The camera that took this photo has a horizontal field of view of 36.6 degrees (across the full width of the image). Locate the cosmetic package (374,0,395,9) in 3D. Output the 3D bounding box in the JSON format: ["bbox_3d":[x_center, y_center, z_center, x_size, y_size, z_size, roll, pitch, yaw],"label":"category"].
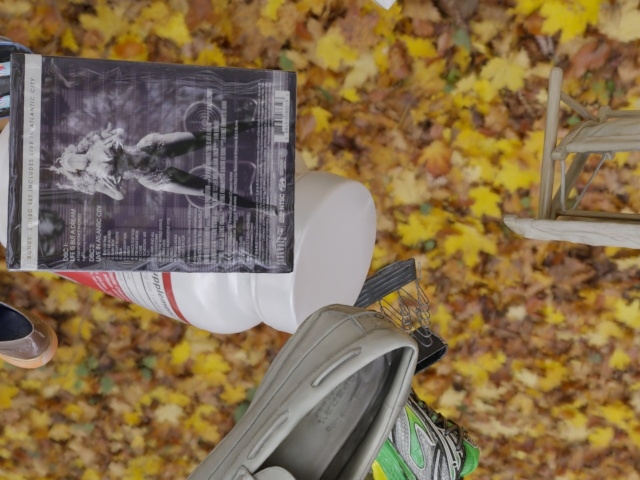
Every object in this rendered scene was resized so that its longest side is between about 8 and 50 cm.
[{"bbox_3d":[0.013,-0.510,1.332,0.366,0.155,0.197,40,101,-9],"label":"cosmetic package"}]

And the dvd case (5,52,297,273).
[{"bbox_3d":[-0.128,-0.057,0.756,0.221,0.164,0.018,1,179,-15],"label":"dvd case"}]

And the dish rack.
[{"bbox_3d":[0.104,0.153,1.624,0.074,0.208,0.271,50,164,36],"label":"dish rack"}]

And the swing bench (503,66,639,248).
[{"bbox_3d":[0.427,-0.101,1.337,0.165,0.254,0.253,24,170,-39],"label":"swing bench"}]

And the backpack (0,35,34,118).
[{"bbox_3d":[-0.570,-0.287,1.664,0.173,0.117,0.158,-11,128,-13],"label":"backpack"}]

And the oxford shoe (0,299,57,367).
[{"bbox_3d":[-0.685,0.134,1.852,0.364,0.129,0.132,14,156,6],"label":"oxford shoe"}]

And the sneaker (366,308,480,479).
[{"bbox_3d":[0.127,0.249,1.262,0.146,0.134,0.343,-22,88,16],"label":"sneaker"}]

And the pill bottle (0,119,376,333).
[{"bbox_3d":[-0.156,-0.030,1.093,0.408,0.229,0.229,16,145,27],"label":"pill bottle"}]

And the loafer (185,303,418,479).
[{"bbox_3d":[-0.032,0.193,0.730,0.112,0.319,0.111,35,168,-29],"label":"loafer"}]
